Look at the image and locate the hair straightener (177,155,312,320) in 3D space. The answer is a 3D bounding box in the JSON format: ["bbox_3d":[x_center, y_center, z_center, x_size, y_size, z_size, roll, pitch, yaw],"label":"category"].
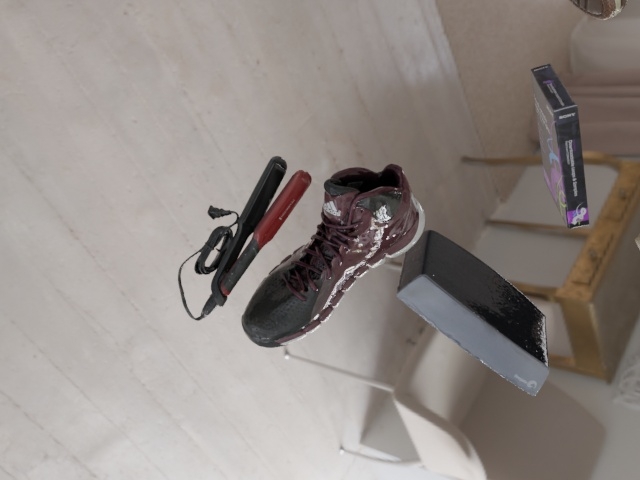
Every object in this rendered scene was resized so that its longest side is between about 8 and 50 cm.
[{"bbox_3d":[-0.105,-0.005,0.906,0.230,0.089,0.047,-58,153,6],"label":"hair straightener"}]

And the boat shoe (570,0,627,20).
[{"bbox_3d":[0.390,-0.441,1.102,0.095,0.257,0.095,-28,154,-1],"label":"boat shoe"}]

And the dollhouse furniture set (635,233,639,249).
[{"bbox_3d":[0.729,-0.014,1.140,0.286,0.303,0.198,-47,114,-14],"label":"dollhouse furniture set"}]

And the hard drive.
[{"bbox_3d":[0.231,0.096,1.076,0.255,0.054,0.172,36,33,-9],"label":"hard drive"}]

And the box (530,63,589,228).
[{"bbox_3d":[0.281,-0.111,0.867,0.116,0.029,0.162,-89,165,-55],"label":"box"}]

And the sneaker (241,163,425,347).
[{"bbox_3d":[0.000,0.000,0.897,0.281,0.106,0.162,-40,147,-11],"label":"sneaker"}]
